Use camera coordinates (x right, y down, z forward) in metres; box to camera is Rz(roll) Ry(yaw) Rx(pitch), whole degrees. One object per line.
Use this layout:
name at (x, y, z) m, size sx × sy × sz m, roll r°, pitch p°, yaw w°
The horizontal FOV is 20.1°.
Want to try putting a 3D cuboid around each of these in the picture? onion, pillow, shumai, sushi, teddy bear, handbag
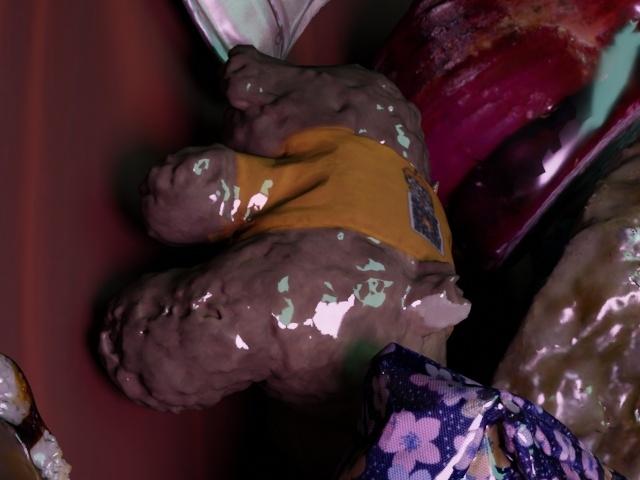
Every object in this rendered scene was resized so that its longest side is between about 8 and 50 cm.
onion at (0.122, -0.095, 0.952) m, size 0.140 × 0.218 × 0.195 m, roll 49°, pitch 38°, yaw 17°
pillow at (-0.023, -0.173, 0.941) m, size 0.130 × 0.038 × 0.232 m, roll 56°, pitch 36°, yaw -14°
shumai at (0.204, 0.076, 0.926) m, size 0.218 × 0.256 × 0.189 m, roll 31°, pitch -5°, yaw 5°
sushi at (-0.124, 0.080, 0.692) m, size 0.083 × 0.044 × 0.046 m, roll 63°, pitch 14°, yaw -13°
teddy bear at (0.000, 0.000, 0.815) m, size 0.177 × 0.140 × 0.190 m, roll 33°, pitch 41°, yaw -37°
handbag at (0.047, 0.166, 0.743) m, size 0.207 × 0.127 × 0.229 m, roll -64°, pitch 148°, yaw -10°

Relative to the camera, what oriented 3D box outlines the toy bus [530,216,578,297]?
toy bus at (0.169, -0.021, 1.100) m, size 0.074 × 0.081 × 0.226 m, roll 24°, pitch 52°, yaw -52°
